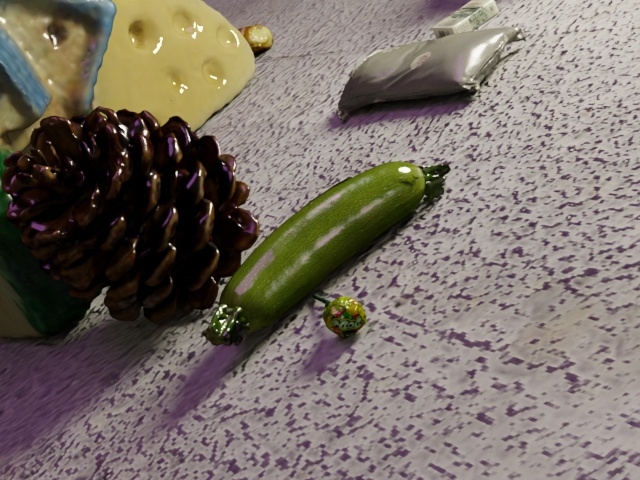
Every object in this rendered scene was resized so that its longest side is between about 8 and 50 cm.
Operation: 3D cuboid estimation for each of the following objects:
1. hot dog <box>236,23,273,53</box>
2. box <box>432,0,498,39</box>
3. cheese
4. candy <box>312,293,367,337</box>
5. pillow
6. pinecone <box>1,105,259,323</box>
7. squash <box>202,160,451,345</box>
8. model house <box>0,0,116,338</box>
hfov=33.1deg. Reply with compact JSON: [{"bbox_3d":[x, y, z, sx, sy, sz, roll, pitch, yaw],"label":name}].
[{"bbox_3d":[-0.219,-0.355,2.065,0.289,0.068,0.083,-15,19,31],"label":"hot dog"},{"bbox_3d":[0.209,-0.318,1.553,0.083,0.024,0.054,-36,22,-18],"label":"box"},{"bbox_3d":[-0.268,-0.298,1.766,0.104,0.384,0.384,-15,25,46],"label":"cheese"},{"bbox_3d":[0.009,0.061,0.972,0.035,0.035,0.123,-49,18,-5],"label":"candy"},{"bbox_3d":[0.134,-0.230,1.407,0.255,0.059,0.169,-3,31,47],"label":"pillow"},{"bbox_3d":[-0.199,-0.033,1.119,0.224,0.272,0.224,-24,52,34],"label":"pinecone"},{"bbox_3d":[-0.002,0.001,1.050,0.318,0.071,0.080,-37,8,-26],"label":"squash"},{"bbox_3d":[-0.366,-0.120,1.323,0.335,0.382,0.342,-2,36,46],"label":"model house"}]
